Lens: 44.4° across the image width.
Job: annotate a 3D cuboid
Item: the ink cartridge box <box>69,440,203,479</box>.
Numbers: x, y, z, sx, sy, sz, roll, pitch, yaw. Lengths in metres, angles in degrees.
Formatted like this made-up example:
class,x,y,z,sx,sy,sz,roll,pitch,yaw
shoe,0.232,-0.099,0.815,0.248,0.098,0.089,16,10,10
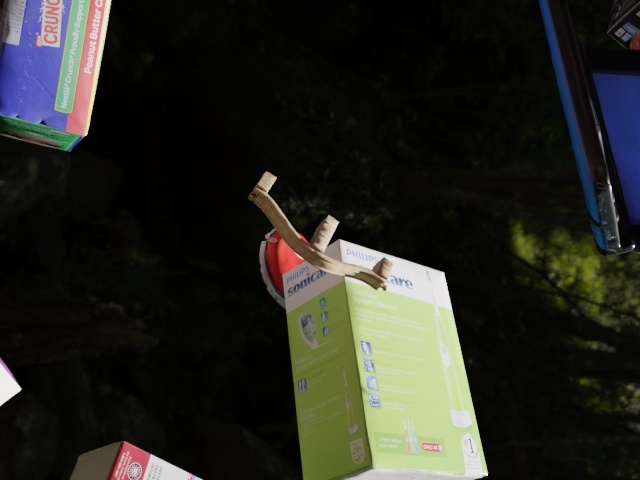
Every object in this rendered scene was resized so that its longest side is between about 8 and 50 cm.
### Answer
class,x,y,z,sx,sy,sz,roll,pitch,yaw
ink cartridge box,-0.212,0.341,0.935,0.127,0.176,0.128,-28,-144,42

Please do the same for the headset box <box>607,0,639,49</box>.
class,x,y,z,sx,sy,sz,roll,pitch,yaw
headset box,0.716,-0.462,1.567,0.131,0.246,0.283,-45,-162,48

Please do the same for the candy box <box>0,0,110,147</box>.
class,x,y,z,sx,sy,sz,roll,pitch,yaw
candy box,-0.353,-0.267,1.036,0.317,0.122,0.268,-172,-87,-71

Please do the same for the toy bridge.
class,x,y,z,sx,sy,sz,roll,pitch,yaw
toy bridge,0.000,0.000,0.872,0.026,0.188,0.063,-47,-170,41

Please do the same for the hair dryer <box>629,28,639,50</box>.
class,x,y,z,sx,sy,sz,roll,pitch,yaw
hair dryer,0.540,-0.226,1.137,0.080,0.223,0.293,-50,176,-17

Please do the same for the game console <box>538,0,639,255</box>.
class,x,y,z,sx,sy,sz,roll,pitch,yaw
game console,0.361,-0.145,0.869,0.250,0.173,0.293,48,33,-55

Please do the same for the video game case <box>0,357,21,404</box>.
class,x,y,z,sx,sy,sz,roll,pitch,yaw
video game case,-0.251,0.058,0.288,0.042,0.210,0.232,39,-26,29

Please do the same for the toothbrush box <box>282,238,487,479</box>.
class,x,y,z,sx,sy,sz,roll,pitch,yaw
toothbrush box,0.077,0.166,0.996,0.122,0.206,0.283,-32,-125,40

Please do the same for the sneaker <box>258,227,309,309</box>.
class,x,y,z,sx,sy,sz,roll,pitch,yaw
sneaker,0.014,0.085,1.218,0.118,0.107,0.279,-6,-52,46
